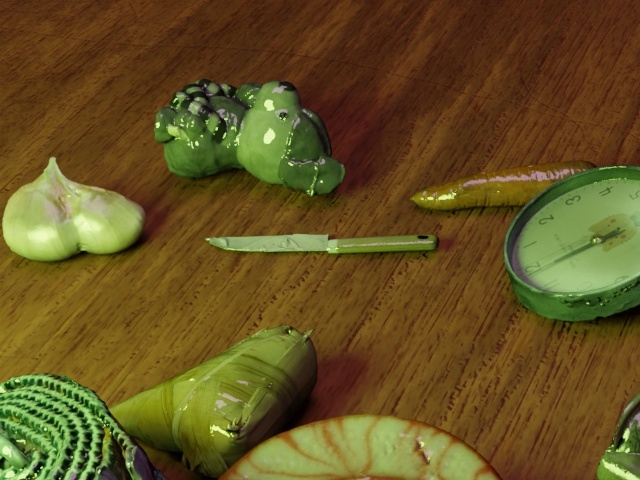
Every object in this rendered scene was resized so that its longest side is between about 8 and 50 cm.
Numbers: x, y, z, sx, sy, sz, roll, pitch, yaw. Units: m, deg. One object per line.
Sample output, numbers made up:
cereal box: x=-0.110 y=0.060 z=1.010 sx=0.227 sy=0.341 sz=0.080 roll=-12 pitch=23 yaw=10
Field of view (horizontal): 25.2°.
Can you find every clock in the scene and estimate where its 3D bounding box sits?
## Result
clock: x=0.322 y=-0.001 z=1.671 sx=0.226 sy=0.049 sz=0.226 roll=-18 pitch=36 yaw=14

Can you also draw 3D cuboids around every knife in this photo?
knife: x=0.000 y=0.002 z=1.789 sx=0.297 sy=0.017 sz=0.047 roll=-2 pitch=34 yaw=9

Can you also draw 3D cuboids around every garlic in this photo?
garlic: x=-0.308 y=-0.030 z=1.803 sx=0.174 sy=0.099 sz=0.124 roll=-2 pitch=51 yaw=3

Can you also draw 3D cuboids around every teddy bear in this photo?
teddy bear: x=-0.078 y=-0.152 z=1.908 sx=0.251 sy=0.144 sz=0.171 roll=5 pitch=23 yaw=9

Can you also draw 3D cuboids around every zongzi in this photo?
zongzi: x=-0.117 y=0.160 z=1.525 sx=0.197 sy=0.099 sz=0.194 roll=10 pitch=38 yaw=31

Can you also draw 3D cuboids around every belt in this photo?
belt: x=-0.258 y=0.235 z=1.301 sx=0.207 sy=0.160 sz=0.295 roll=-44 pitch=30 yaw=-14

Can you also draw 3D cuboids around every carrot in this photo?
carrot: x=0.238 y=-0.066 z=1.828 sx=0.247 sy=0.059 sz=0.059 roll=-6 pitch=36 yaw=2

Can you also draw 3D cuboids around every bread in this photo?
bread: x=0.025 y=0.303 z=1.288 sx=0.295 sy=0.114 sz=0.328 roll=8 pitch=39 yaw=16

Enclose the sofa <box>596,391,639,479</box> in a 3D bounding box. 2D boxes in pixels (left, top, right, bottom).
sofa: x=0.408 y=0.205 z=1.324 sx=0.258 sy=0.182 sz=0.200 roll=-29 pitch=43 yaw=-30
